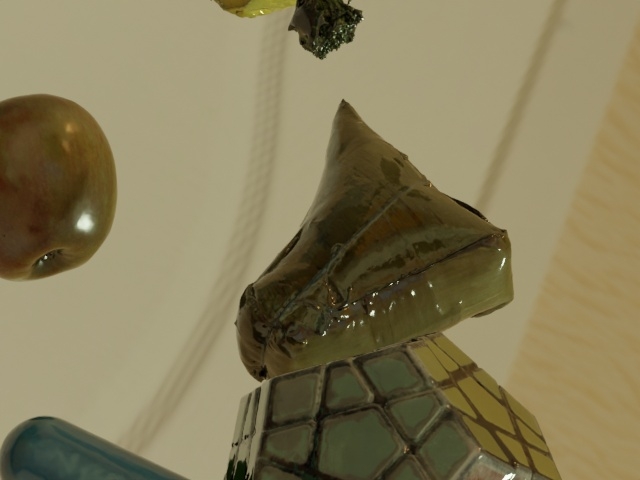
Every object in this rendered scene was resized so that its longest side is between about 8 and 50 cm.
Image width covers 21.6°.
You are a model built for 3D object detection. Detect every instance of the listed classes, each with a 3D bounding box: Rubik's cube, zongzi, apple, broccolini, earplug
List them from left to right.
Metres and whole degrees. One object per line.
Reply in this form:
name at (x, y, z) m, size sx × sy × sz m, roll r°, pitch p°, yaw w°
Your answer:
apple at (-0.412, -0.071, 2.387) m, size 0.257 × 0.256 × 0.234 m, roll -37°, pitch -118°, yaw 37°
earplug at (-0.242, 0.292, 1.911) m, size 0.132 × 0.273 × 0.132 m, roll -61°, pitch 175°, yaw -9°
broccolini at (-0.007, -0.285, 1.572) m, size 0.057 × 0.071 × 0.254 m, roll 75°, pitch 6°, yaw -67°
zongzi at (0.000, 0.000, 2.135) m, size 0.356 × 0.174 × 0.393 m, roll -26°, pitch -126°, yaw -23°
Rubik's cube at (0.055, 0.231, 1.458) m, size 0.319 × 0.319 × 0.264 m, roll -34°, pitch -168°, yaw 41°

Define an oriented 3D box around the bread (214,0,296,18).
bread at (-0.089, -0.429, 1.973) m, size 0.198 × 0.263 × 0.236 m, roll -27°, pitch 153°, yaw -28°
